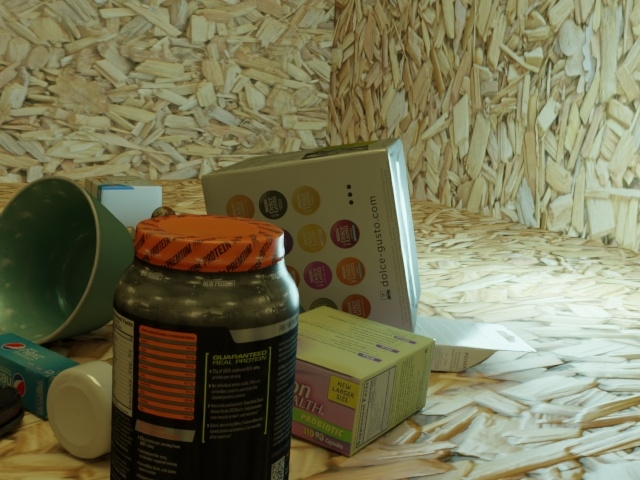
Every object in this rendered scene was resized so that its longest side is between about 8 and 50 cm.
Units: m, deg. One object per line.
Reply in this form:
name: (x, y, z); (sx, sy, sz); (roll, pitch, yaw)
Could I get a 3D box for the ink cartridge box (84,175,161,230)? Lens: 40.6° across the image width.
ink cartridge box: (-0.563, -0.088, 2.456); (0.171, 0.168, 0.233); (-3, 12, -26)

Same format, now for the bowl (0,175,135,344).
bowl: (-0.459, 0.050, 1.596); (0.311, 0.311, 0.163); (12, -6, 36)

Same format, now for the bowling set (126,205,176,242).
bowling set: (-0.385, 0.017, 1.862); (0.154, 0.199, 0.287); (0, 17, -8)

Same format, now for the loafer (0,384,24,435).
loafer: (-0.514, 0.222, 1.102); (0.109, 0.095, 0.302); (11, 13, 37)

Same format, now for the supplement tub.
supplement tub: (-0.131, 0.149, 0.980); (0.207, 0.338, 0.207); (4, 11, -1)

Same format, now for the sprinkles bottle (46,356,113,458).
sprinkles bottle: (-0.219, 0.200, 1.248); (0.121, 0.121, 0.355); (11, 13, 31)

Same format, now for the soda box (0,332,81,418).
soda box: (-0.443, 0.201, 1.308); (0.210, 0.067, 0.071); (13, 14, 39)

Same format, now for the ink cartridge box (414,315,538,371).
ink cartridge box: (0.261, 0.196, 1.631); (0.232, 0.066, 0.189); (10, 10, -12)

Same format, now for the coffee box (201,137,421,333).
coffee box: (0.000, 0.000, 1.639); (0.334, 0.337, 0.338); (-7, 10, 10)

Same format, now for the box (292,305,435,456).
box: (0.022, 0.201, 1.310); (0.214, 0.117, 0.243); (14, 14, 30)
